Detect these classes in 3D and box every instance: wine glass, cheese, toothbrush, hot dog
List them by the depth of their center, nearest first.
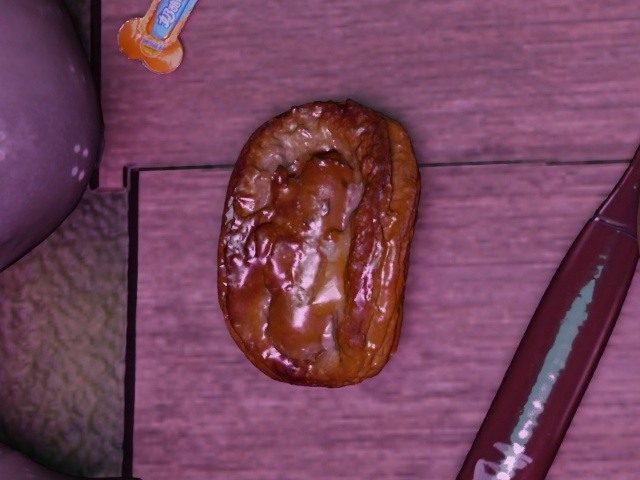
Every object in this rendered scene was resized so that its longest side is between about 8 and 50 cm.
[{"bbox_3d":[-0.212,-0.008,0.898,0.238,0.238,0.323,-14,85,8],"label":"wine glass"},{"bbox_3d":[0.121,0.048,0.931,0.041,0.041,0.364,24,87,11],"label":"toothbrush"},{"bbox_3d":[0.002,0.000,0.943,0.099,0.065,0.147,8,87,20],"label":"hot dog"},{"bbox_3d":[-0.068,-0.140,0.993,0.047,0.017,0.111,28,89,14],"label":"cheese"}]

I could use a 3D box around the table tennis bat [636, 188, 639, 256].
[{"bbox_3d":[0.268,0.053,0.901,0.198,0.050,0.321,-15,81,-5],"label":"table tennis bat"}]
